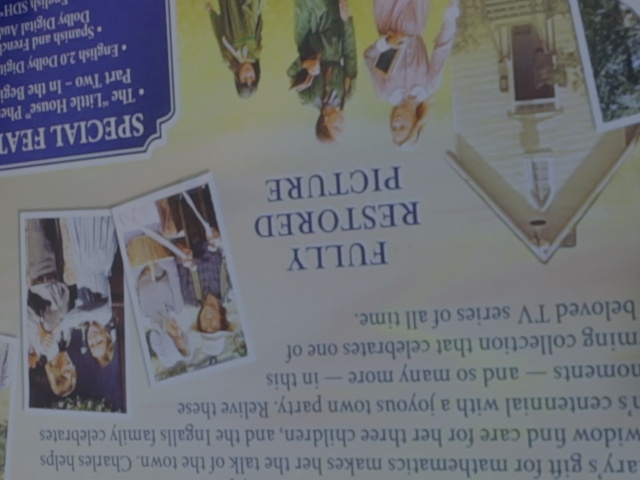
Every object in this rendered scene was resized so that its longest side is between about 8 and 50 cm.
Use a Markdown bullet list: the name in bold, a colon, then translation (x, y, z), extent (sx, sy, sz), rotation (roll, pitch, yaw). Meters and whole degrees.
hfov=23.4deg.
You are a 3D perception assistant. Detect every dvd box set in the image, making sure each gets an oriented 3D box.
- **dvd box set**: translation (0.000, 0.000, 0.450), extent (0.307, 0.062, 0.420), rotation (-6, 87, 32)
